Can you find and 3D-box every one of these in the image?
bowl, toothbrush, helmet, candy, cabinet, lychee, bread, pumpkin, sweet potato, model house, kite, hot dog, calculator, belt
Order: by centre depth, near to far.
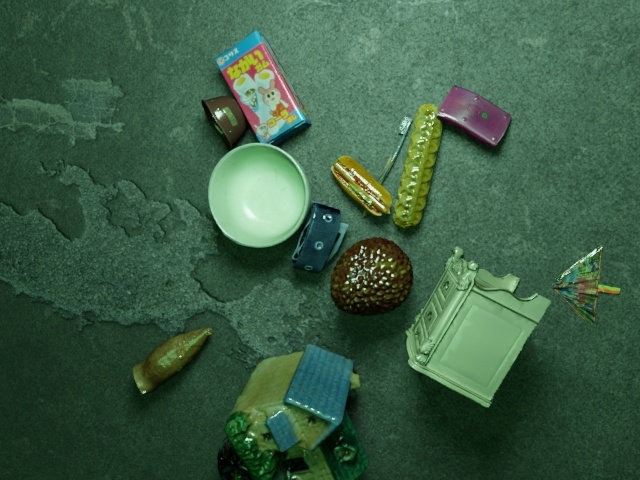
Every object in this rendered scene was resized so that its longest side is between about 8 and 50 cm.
[{"bbox_3d":[0.407,0.215,1.215,0.228,0.290,0.317,26,101,5],"label":"cabinet"},{"bbox_3d":[0.430,-0.349,1.230,0.191,0.034,0.126,31,71,5],"label":"calculator"},{"bbox_3d":[0.759,0.124,1.265,0.184,0.014,0.241,8,99,10],"label":"kite"},{"bbox_3d":[0.144,0.113,1.285,0.236,0.271,0.235,31,133,40],"label":"lychee"},{"bbox_3d":[0.285,-0.211,1.289,0.077,0.084,0.367,24,106,54],"label":"bread"},{"bbox_3d":[0.125,-0.159,1.319,0.236,0.062,0.092,44,104,15],"label":"hot dog"},{"bbox_3d":[0.199,-0.217,1.332,0.031,0.023,0.320,26,102,15],"label":"toothbrush"},{"bbox_3d":[-0.170,-0.451,1.341,0.157,0.100,0.305,-29,92,16],"label":"candy"},{"bbox_3d":[-0.027,0.568,1.352,0.343,0.334,0.381,-16,105,16],"label":"model house"},{"bbox_3d":[-0.169,-0.138,1.353,0.308,0.163,0.306,2,98,13],"label":"bowl"},{"bbox_3d":[-0.001,0.000,1.356,0.129,0.122,0.217,18,105,-17],"label":"belt"},{"bbox_3d":[-0.279,-0.371,1.365,0.106,0.155,0.175,-29,103,-12],"label":"helmet"},{"bbox_3d":[-0.240,0.748,1.497,0.233,0.163,0.232,10,112,26],"label":"pumpkin"},{"bbox_3d":[-0.510,0.397,1.528,0.337,0.131,0.131,-40,88,15],"label":"sweet potato"}]
